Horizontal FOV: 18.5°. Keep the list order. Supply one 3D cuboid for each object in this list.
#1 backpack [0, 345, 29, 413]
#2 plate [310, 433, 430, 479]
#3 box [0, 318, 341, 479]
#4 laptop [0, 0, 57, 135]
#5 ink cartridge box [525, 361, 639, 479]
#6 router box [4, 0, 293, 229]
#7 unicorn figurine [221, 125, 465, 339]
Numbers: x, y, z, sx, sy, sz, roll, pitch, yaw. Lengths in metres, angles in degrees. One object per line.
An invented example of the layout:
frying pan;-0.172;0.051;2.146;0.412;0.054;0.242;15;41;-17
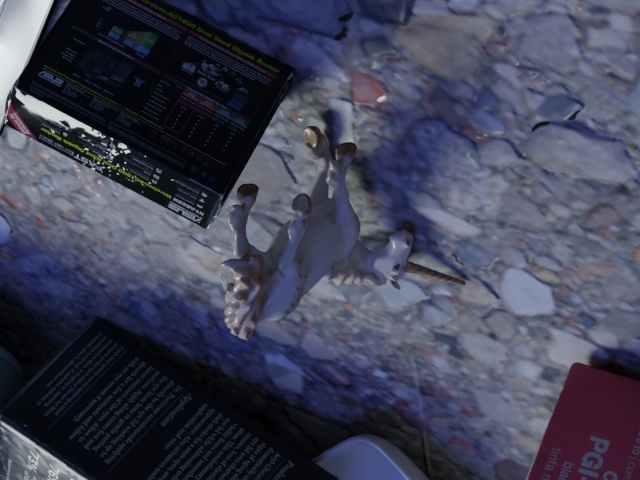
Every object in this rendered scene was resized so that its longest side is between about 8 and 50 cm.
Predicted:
backpack;-0.284;0.116;1.343;0.166;0.144;0.188;31;172;-1
plate;0.060;0.260;1.358;0.278;0.045;0.277;47;142;-6
box;-0.108;0.178;1.304;0.207;0.108;0.153;33;141;13
laptop;-0.328;-0.166;0.926;0.382;0.236;0.408;31;146;-4
ink cartridge box;0.258;0.204;1.123;0.283;0.117;0.207;16;145;17
router box;-0.088;-0.074;1.012;0.122;0.092;0.038;28;147;0
unicorn figurine;0.000;0.000;1.052;0.060;0.162;0.111;35;140;38
